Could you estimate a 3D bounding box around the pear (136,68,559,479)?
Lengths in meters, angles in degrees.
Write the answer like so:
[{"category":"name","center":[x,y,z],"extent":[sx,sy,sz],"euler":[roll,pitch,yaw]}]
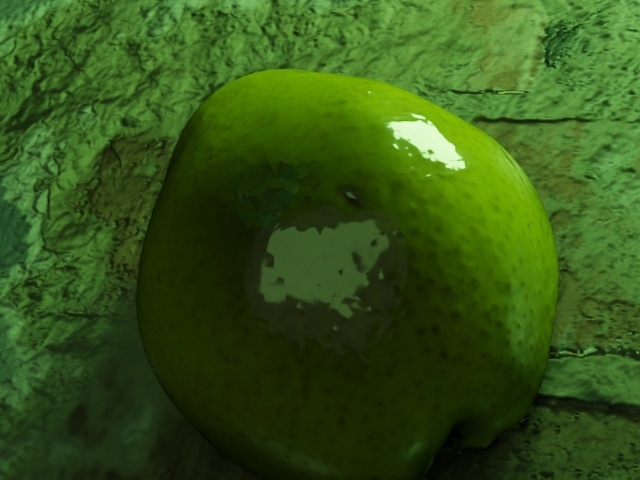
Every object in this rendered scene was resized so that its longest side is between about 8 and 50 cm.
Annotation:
[{"category":"pear","center":[0.000,0.000,1.252],"extent":[0.340,0.191,0.386],"euler":[-35,54,-2]}]
